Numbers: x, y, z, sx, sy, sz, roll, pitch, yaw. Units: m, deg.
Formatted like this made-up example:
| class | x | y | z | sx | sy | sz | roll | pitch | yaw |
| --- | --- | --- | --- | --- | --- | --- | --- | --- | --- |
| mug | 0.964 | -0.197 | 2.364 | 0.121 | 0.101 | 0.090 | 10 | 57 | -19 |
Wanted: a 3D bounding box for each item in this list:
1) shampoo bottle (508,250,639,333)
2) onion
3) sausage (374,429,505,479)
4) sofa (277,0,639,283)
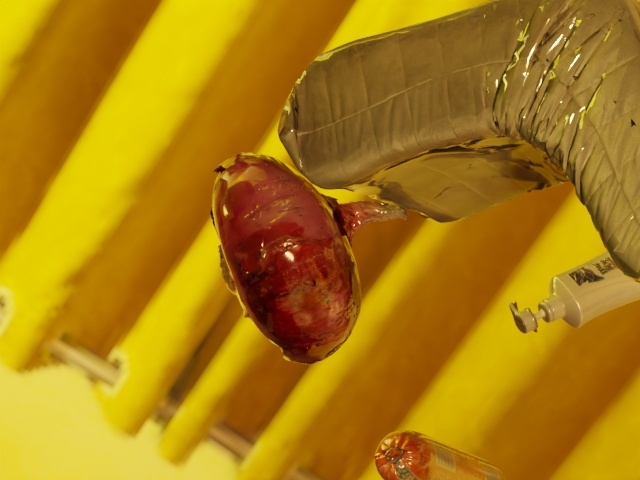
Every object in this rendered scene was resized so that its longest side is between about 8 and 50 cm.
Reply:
| class | x | y | z | sx | sy | sz | roll | pitch | yaw |
| --- | --- | --- | --- | --- | --- | --- | --- | --- | --- |
| shampoo bottle | 0.203 | 0.036 | 1.431 | 0.141 | 0.034 | 0.049 | -24 | -106 | -21 |
| onion | 0.000 | 0.000 | 1.303 | 0.150 | 0.140 | 0.150 | 158 | 90 | -83 |
| sausage | 0.113 | 0.211 | 1.753 | 0.053 | 0.053 | 0.348 | 44 | -176 | 21 |
| sofa | 0.122 | -0.032 | 1.122 | 0.210 | 0.225 | 0.176 | 14 | -115 | -64 |
